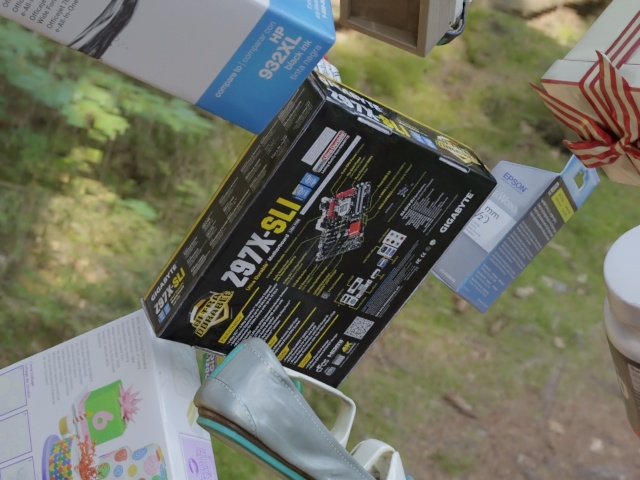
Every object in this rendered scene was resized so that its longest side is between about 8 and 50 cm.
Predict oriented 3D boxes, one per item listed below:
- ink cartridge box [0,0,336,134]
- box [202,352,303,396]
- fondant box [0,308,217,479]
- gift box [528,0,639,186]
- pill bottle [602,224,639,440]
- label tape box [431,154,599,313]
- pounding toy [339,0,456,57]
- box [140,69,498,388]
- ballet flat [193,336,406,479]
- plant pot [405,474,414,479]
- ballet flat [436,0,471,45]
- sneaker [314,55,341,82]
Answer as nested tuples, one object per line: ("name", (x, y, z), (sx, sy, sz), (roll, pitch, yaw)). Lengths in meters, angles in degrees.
("ink cartridge box", (-0.153, -0.258, 1.040), (0.308, 0.129, 0.223), (23, 40, -27))
("box", (-0.095, 0.175, 1.519), (0.043, 0.105, 0.179), (18, -32, -36))
("fondant box", (-0.289, 0.249, 1.407), (0.096, 0.330, 0.238), (28, 44, -56))
("gift box", (0.480, -0.225, 1.748), (0.276, 0.258, 0.255), (45, -13, -23))
("pill bottle", (0.417, 0.117, 1.405), (0.161, 0.161, 0.283), (30, -25, 43))
("label tape box", (0.355, -0.041, 2.253), (0.115, 0.347, 0.249), (41, 3, 23))
("pounding toy", (0.080, -0.300, 1.322), (0.141, 0.130, 0.100), (26, 55, 20))
("box", (0.000, 0.000, 1.308), (0.257, 0.322, 0.079), (22, 24, -35))
("ballet flat", (0.013, 0.134, 0.715), (0.072, 0.068, 0.213), (4, -36, 52))
("plant pot", (0.038, 0.404, 1.492), (0.234, 0.165, 0.165), (-38, 11, -29))
("ballet flat", (0.159, -0.343, 1.497), (0.074, 0.203, 0.074), (3, 8, 0))
("sneaker", (-0.057, -0.256, 1.573), (0.090, 0.270, 0.145), (-24, -2, 23))
